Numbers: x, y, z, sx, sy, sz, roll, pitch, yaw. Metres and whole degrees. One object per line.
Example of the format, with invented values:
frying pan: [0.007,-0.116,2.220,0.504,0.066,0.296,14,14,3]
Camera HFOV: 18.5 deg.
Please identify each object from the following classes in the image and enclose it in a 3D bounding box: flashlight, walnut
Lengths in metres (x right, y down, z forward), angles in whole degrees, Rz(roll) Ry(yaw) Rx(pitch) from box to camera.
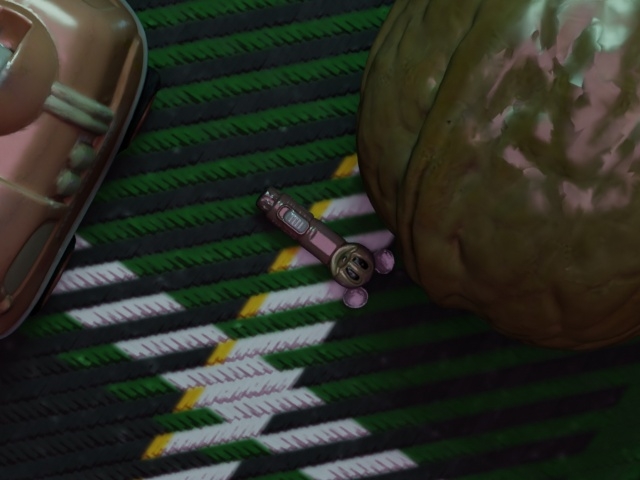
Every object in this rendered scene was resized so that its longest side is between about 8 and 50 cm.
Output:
flashlight: [0.000,0.000,1.439,0.110,0.031,0.052,38,91,-4]
walnut: [0.165,-0.084,1.334,0.277,0.252,0.313,32,101,-4]

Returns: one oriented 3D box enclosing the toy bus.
toy bus: [-0.235,-0.069,1.330,0.194,0.232,0.288,29,89,-6]
